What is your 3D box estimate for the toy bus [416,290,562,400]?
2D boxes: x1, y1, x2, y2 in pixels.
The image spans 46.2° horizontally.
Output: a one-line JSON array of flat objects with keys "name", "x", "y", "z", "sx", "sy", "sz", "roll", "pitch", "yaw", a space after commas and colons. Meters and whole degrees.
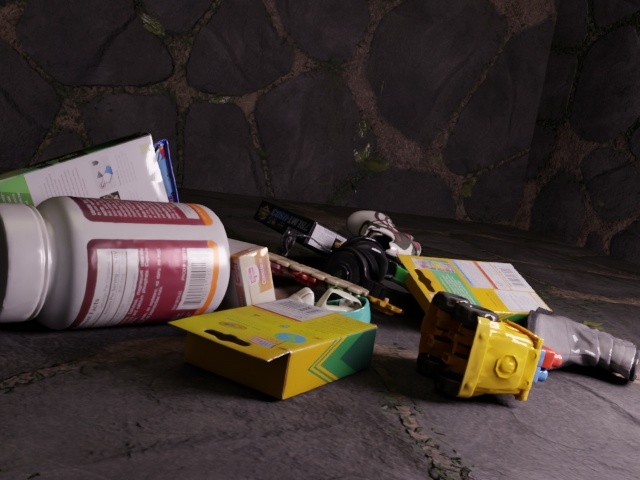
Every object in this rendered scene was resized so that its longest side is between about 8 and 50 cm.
[{"name": "toy bus", "x": 0.293, "y": 0.186, "z": 1.297, "sx": 0.211, "sy": 0.149, "sz": 0.220, "roll": 11, "pitch": 6, "yaw": -14}]

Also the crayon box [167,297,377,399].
[{"name": "crayon box", "x": -0.074, "y": 0.170, "z": 1.218, "sx": 0.202, "sy": 0.081, "sz": 0.318, "roll": 15, "pitch": 10, "yaw": 32}]

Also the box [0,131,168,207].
[{"name": "box", "x": -0.443, "y": -0.049, "z": 1.413, "sx": 0.322, "sy": 0.232, "sz": 0.058, "roll": -24, "pitch": 25, "yaw": -31}]

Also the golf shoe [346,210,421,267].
[{"name": "golf shoe", "x": 0.152, "y": -0.021, "z": 2.038, "sx": 0.120, "sy": 0.105, "sz": 0.273, "roll": 19, "pitch": 9, "yaw": -45}]

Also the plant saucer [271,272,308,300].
[{"name": "plant saucer", "x": -0.166, "y": 0.096, "z": 1.701, "sx": 0.311, "sy": 0.050, "sz": 0.310, "roll": 8, "pitch": 9, "yaw": -1}]

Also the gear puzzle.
[{"name": "gear puzzle", "x": 0.019, "y": 0.101, "z": 1.632, "sx": 0.339, "sy": 0.044, "sz": 0.175, "roll": 21, "pitch": 0, "yaw": 7}]

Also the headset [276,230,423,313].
[{"name": "headset", "x": 0.074, "y": 0.090, "z": 1.839, "sx": 0.394, "sy": 0.185, "sz": 0.243, "roll": 26, "pitch": 16, "yaw": 9}]

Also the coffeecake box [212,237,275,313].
[{"name": "coffeecake box", "x": -0.171, "y": 0.075, "z": 1.437, "sx": 0.068, "sy": 0.142, "sz": 0.185, "roll": -20, "pitch": 21, "yaw": -37}]

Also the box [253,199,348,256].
[{"name": "box", "x": 0.000, "y": 0.000, "z": 2.106, "sx": 0.293, "sy": 0.073, "sz": 0.295, "roll": 30, "pitch": -4, "yaw": -37}]

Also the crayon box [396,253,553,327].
[{"name": "crayon box", "x": 0.333, "y": 0.128, "z": 1.687, "sx": 0.323, "sy": 0.083, "sz": 0.203, "roll": 6, "pitch": 31, "yaw": -25}]

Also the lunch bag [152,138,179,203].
[{"name": "lunch bag", "x": -0.410, "y": -0.065, "z": 1.731, "sx": 0.138, "sy": 0.293, "sz": 0.221, "roll": -30, "pitch": 17, "yaw": -38}]

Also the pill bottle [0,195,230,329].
[{"name": "pill bottle", "x": -0.373, "y": 0.038, "z": 1.289, "sx": 0.392, "sy": 0.224, "sz": 0.224, "roll": 2, "pitch": 12, "yaw": -42}]

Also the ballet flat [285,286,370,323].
[{"name": "ballet flat", "x": -0.009, "y": 0.134, "z": 1.486, "sx": 0.247, "sy": 0.087, "sz": 0.083, "roll": 4, "pitch": 14, "yaw": -29}]

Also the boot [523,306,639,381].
[{"name": "boot", "x": 0.507, "y": 0.214, "z": 1.457, "sx": 0.223, "sy": 0.118, "sz": 0.338, "roll": 18, "pitch": 16, "yaw": 22}]
